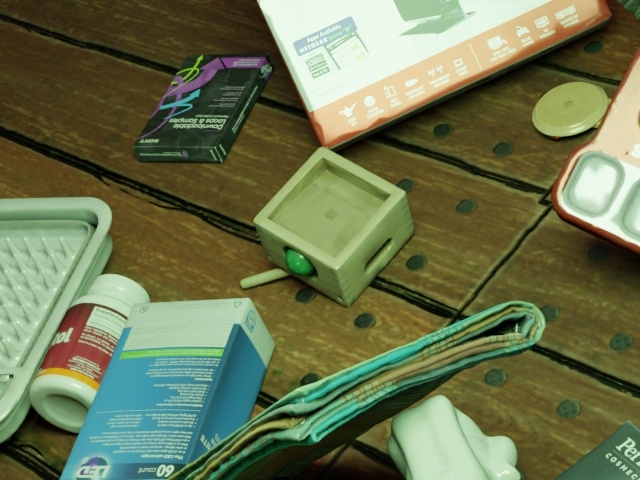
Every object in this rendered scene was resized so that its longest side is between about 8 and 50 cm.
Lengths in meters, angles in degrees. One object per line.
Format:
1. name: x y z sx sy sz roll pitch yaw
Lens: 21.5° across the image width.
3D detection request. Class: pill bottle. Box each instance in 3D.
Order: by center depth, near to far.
1. pill bottle: -0.226 0.111 1.683 0.086 0.086 0.152 -2 45 26

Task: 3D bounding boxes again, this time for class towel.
1. towel: -0.019 0.162 1.323 0.271 0.040 0.370 -18 -14 -41

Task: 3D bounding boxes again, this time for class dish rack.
1. dish rack: -0.375 0.094 1.790 0.286 0.072 0.332 -1 47 28

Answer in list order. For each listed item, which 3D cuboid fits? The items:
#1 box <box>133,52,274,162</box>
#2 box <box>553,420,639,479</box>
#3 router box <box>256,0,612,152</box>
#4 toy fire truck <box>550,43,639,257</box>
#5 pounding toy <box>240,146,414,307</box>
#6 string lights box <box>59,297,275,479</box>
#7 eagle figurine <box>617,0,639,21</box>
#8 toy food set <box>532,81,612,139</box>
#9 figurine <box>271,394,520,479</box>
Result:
1. box: -0.135 -0.155 1.958 0.116 0.029 0.162 1 49 29
2. box: 0.212 0.330 1.152 0.294 0.182 0.296 -35 41 -13
3. router box: 0.094 -0.297 1.801 0.336 0.301 0.082 -25 -2 2
4. toy fire truck: 0.386 -0.067 1.478 0.302 0.169 0.253 27 88 12
5. pounding toy: 0.000 0.000 1.689 0.130 0.100 0.141 30 67 29
6. string lights box: -0.147 0.176 1.580 0.133 0.076 0.259 -3 46 25
7. eagle figurine: 0.377 -0.296 1.629 0.226 0.298 0.225 -39 41 -17
8. toy food set: 0.259 -0.134 1.736 0.083 0.020 0.082 -28 40 -1
9. figurine: 0.054 0.227 1.152 0.215 0.092 0.209 -28 30 5
